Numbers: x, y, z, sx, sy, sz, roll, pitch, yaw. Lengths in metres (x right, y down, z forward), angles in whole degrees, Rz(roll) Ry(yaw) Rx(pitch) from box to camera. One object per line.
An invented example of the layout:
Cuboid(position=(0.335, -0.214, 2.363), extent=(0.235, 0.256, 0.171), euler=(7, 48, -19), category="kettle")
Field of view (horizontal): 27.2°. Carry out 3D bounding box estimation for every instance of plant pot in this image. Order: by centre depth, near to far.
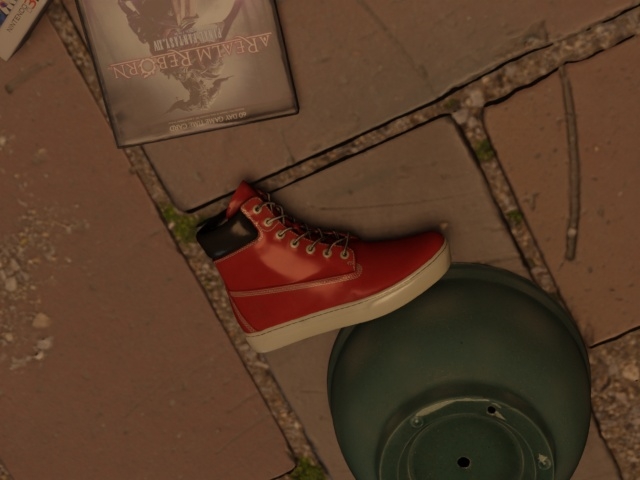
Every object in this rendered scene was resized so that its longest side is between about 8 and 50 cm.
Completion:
Cuboid(position=(0.148, 0.196, 1.384), extent=(0.293, 0.196, 0.293), euler=(1, 112, 3), category="plant pot")

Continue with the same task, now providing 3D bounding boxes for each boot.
Cuboid(position=(0.000, 0.000, 1.377), extent=(0.244, 0.088, 0.176), euler=(-20, 107, 14), category="boot")

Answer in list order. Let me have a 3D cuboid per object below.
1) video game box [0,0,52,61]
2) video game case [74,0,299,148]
Cuboid(position=(-0.338, -0.288, 1.253), extent=(0.205, 0.048, 0.187), euler=(38, 140, -11), category="video game box")
Cuboid(position=(-0.145, -0.239, 1.322), extent=(0.196, 0.026, 0.274), euler=(-10, 110, 7), category="video game case")
